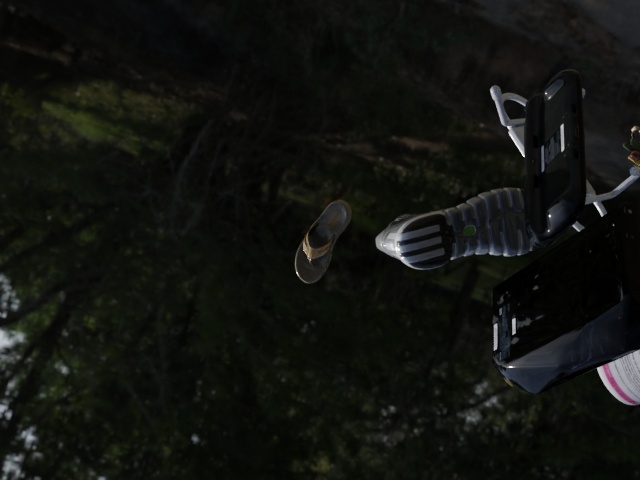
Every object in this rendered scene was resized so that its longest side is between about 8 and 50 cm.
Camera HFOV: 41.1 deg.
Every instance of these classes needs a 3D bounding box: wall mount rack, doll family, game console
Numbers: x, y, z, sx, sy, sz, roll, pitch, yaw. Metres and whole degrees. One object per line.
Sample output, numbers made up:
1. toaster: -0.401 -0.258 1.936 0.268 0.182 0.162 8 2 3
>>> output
1. wall mount rack: 0.434 -0.171 1.588 0.304 0.130 0.350 -11 -117 -38
2. doll family: 0.817 -0.195 2.061 0.193 0.111 0.076 15 150 7
3. game console: 0.257 -0.029 0.898 0.044 0.361 0.213 17 150 -18

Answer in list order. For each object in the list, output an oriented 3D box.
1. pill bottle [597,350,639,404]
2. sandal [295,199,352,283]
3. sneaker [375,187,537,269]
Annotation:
1. pill bottle: 0.640 0.184 1.493 0.160 0.160 0.283 16 151 -31
2. sandal: 0.000 0.000 1.680 0.072 0.180 0.049 33 -168 16
3. sneaker: 0.173 -0.019 1.087 0.229 0.086 0.132 -8 -174 -23
